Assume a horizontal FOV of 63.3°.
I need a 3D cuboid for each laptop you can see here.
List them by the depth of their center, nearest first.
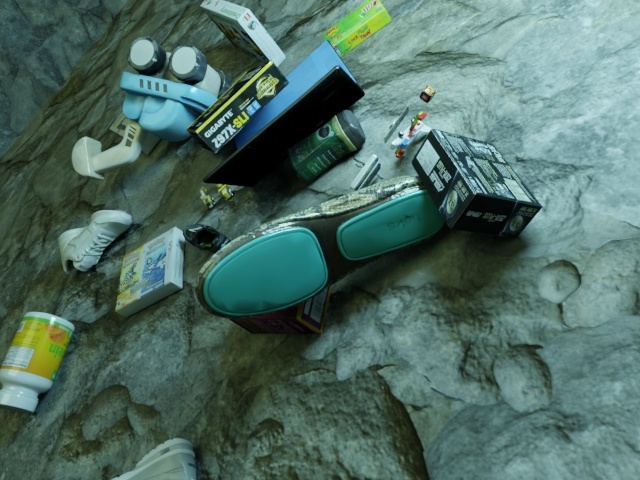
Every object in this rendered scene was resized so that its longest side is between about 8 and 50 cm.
[{"bbox_3d":[-0.115,-0.337,1.281,0.381,0.408,0.236,-37,84,15],"label":"laptop"}]

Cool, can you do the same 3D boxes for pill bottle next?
[{"bbox_3d":[-0.778,0.330,1.405,0.136,0.136,0.246,-10,56,32],"label":"pill bottle"}]

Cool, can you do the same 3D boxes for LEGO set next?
[{"bbox_3d":[0.156,-0.185,1.037,0.060,0.182,0.244,36,96,8],"label":"LEGO set"}]

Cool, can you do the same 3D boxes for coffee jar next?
[{"bbox_3d":[0.016,-0.224,1.224,0.184,0.079,0.096,-32,44,16],"label":"coffee jar"}]

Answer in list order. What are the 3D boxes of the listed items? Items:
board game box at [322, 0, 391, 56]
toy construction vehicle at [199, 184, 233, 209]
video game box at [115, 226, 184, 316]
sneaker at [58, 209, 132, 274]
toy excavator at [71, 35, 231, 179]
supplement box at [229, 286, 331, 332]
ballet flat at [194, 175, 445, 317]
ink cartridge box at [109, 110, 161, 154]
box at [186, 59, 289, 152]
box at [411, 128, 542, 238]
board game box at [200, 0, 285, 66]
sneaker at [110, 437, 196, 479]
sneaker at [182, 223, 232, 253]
[{"bbox_3d":[0.098,-0.590,1.441,0.181,0.043,0.092,-31,46,16],"label":"board game box"},{"bbox_3d":[-0.291,-0.134,1.427,0.085,0.035,0.098,-37,45,10],"label":"toy construction vehicle"},{"bbox_3d":[-0.455,0.083,1.395,0.205,0.048,0.187,-27,45,20],"label":"video game box"},{"bbox_3d":[-0.686,0.009,1.598,0.304,0.114,0.152,-26,62,26],"label":"sneaker"},{"bbox_3d":[-0.547,-0.381,1.631,0.432,0.222,0.446,14,88,15],"label":"toy excavator"},{"bbox_3d":[-0.082,0.127,1.055,0.188,0.081,0.104,-7,57,34],"label":"supplement box"},{"bbox_3d":[0.000,0.000,0.962,0.482,0.164,0.182,-22,22,-12],"label":"ballet flat"},{"bbox_3d":[-0.636,-0.409,1.841,0.212,0.093,0.154,30,82,47],"label":"ink cartridge box"},{"bbox_3d":[-0.233,-0.355,1.391,0.257,0.079,0.322,-43,21,-4],"label":"box"},{"bbox_3d":[0.262,-0.099,0.891,0.078,0.147,0.180,-62,33,37],"label":"box"},{"bbox_3d":[-0.250,-0.668,1.653,0.053,0.193,0.305,-48,44,-1],"label":"board game box"},{"bbox_3d":[-0.350,0.503,0.981,0.281,0.105,0.115,-43,44,4],"label":"sneaker"},{"bbox_3d":[-0.292,-0.011,1.312,0.188,0.078,0.067,20,74,44],"label":"sneaker"}]
